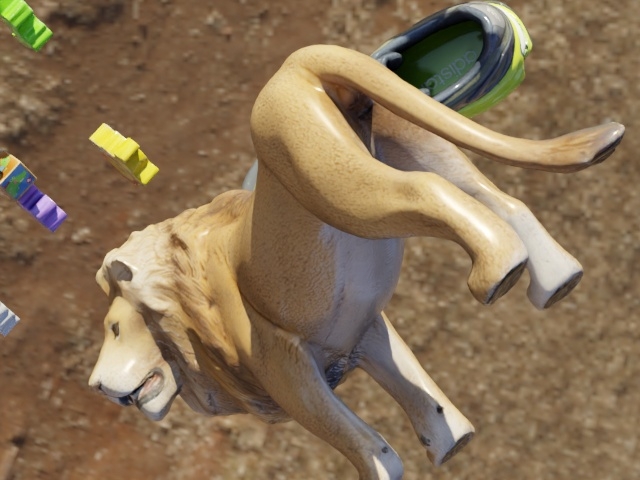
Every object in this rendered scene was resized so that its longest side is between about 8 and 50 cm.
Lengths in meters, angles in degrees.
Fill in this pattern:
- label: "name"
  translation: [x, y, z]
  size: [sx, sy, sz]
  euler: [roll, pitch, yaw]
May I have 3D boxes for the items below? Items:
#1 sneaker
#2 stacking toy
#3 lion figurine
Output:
- label: "sneaker"
  translation: [0.044, -0.110, 1.278]
  size: [0.300, 0.111, 0.121]
  euler: [-41, 166, 7]
- label: "stacking toy"
  translation: [-0.224, -0.054, 1.021]
  size: [0.167, 0.052, 0.221]
  euler: [-48, 140, -11]
- label: "lion figurine"
  translation: [0.000, 0.000, 0.817]
  size: [0.142, 0.240, 0.392]
  euler: [-27, 156, -40]
